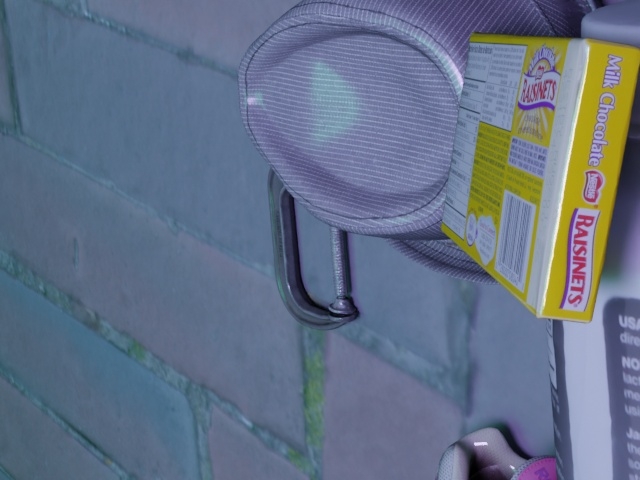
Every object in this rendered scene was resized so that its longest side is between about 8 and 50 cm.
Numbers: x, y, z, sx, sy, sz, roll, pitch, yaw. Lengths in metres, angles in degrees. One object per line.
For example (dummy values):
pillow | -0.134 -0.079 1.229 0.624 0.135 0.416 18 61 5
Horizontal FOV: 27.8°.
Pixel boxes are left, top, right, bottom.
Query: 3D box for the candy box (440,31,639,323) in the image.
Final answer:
candy box | 0.088 -0.037 0.567 0.206 0.027 0.105 -115 35 -79

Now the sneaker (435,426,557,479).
sneaker | 0.147 0.195 0.787 0.252 0.103 0.111 22 124 47

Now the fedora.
fedora | 0.042 -0.084 0.770 0.275 0.124 0.243 26 122 43

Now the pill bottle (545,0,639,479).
pill bottle | 0.193 0.050 0.591 0.176 0.176 0.318 14 117 50

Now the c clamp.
c clamp | 0.000 0.000 0.967 0.137 0.022 0.160 24 124 46
